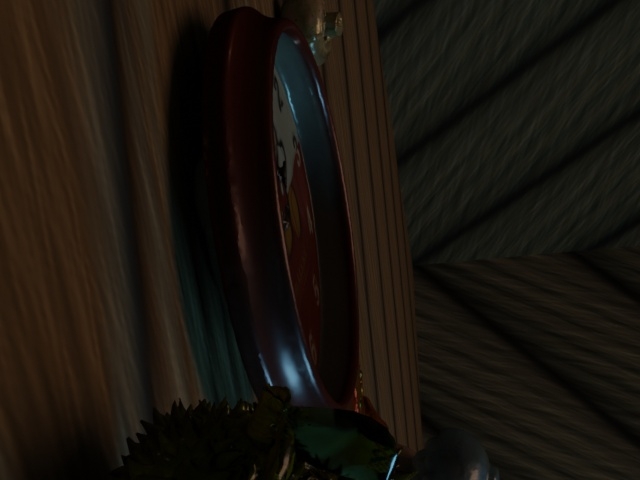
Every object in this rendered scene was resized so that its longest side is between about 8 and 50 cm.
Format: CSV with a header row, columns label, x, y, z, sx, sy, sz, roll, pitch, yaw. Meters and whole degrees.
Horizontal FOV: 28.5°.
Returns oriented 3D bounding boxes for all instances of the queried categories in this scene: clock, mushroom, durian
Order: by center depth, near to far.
label,x,y,z,sx,sy,sz,roll,pitch,yaw
durian,-0.037,0.145,0.550,0.198,0.146,0.159,48,53,-70
clock,-0.036,-0.013,0.930,0.318,0.080,0.318,-8,90,-79
mushroom,-0.011,-0.229,1.360,0.083,0.067,0.083,-2,90,-77

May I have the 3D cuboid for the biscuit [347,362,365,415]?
label,x,y,z,sx,sy,sz,roll,pitch,yaw
biscuit,0.033,0.198,1.527,0.212,0.041,0.238,-88,170,-57

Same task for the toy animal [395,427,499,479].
label,x,y,z,sx,sy,sz,roll,pitch,yaw
toy animal,0.110,0.301,1.155,0.221,0.229,0.210,41,16,-19

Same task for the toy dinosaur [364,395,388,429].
label,x,y,z,sx,sy,sz,roll,pitch,yaw
toy dinosaur,0.068,0.252,1.730,0.212,0.057,0.142,76,-1,-59
